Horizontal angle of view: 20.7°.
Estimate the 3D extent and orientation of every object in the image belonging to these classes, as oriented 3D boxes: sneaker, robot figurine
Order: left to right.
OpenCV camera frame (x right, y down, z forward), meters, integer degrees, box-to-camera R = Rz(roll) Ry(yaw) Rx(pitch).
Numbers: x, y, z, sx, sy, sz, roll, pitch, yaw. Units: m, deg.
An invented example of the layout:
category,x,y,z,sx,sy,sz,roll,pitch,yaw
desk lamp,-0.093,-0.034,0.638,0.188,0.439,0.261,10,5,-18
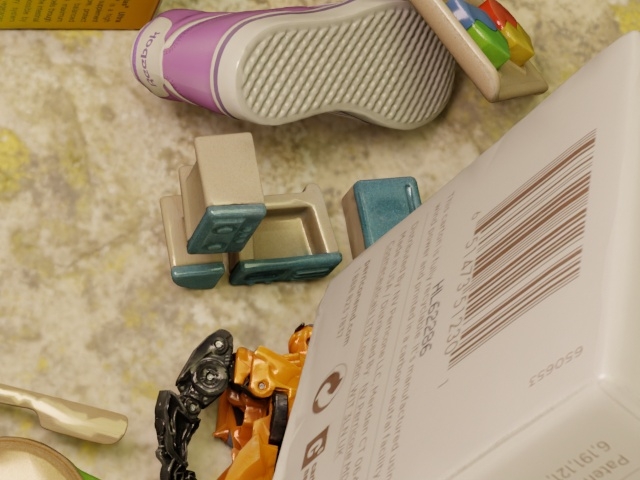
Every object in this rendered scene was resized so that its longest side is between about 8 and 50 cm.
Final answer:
category,x,y,z,sx,sy,sz,roll,pitch,yaw
robot figurine,-0.027,0.202,1.250,0.211,0.085,0.291,11,68,-13
sneaker,-0.024,-0.147,1.371,0.282,0.161,0.102,-2,101,-48

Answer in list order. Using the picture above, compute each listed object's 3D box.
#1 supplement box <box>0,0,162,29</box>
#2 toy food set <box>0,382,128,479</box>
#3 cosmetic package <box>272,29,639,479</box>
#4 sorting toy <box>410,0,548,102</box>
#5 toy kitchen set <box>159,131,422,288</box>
category,x,y,z,sx,sy,sz,roll,pitch,yaw
supplement box,-0.288,-0.283,1.289,0.357,0.195,0.194,-2,71,-18
toy food set,-0.216,0.201,1.224,0.132,0.038,0.192,17,72,-3
cosmetic package,0.218,0.159,1.110,0.394,0.327,0.329,37,37,-16
sorting toy,0.106,-0.194,1.384,0.038,0.208,0.193,-39,83,16
toy kitchen set,0.000,0.000,1.287,0.207,0.166,0.122,-6,72,-18
